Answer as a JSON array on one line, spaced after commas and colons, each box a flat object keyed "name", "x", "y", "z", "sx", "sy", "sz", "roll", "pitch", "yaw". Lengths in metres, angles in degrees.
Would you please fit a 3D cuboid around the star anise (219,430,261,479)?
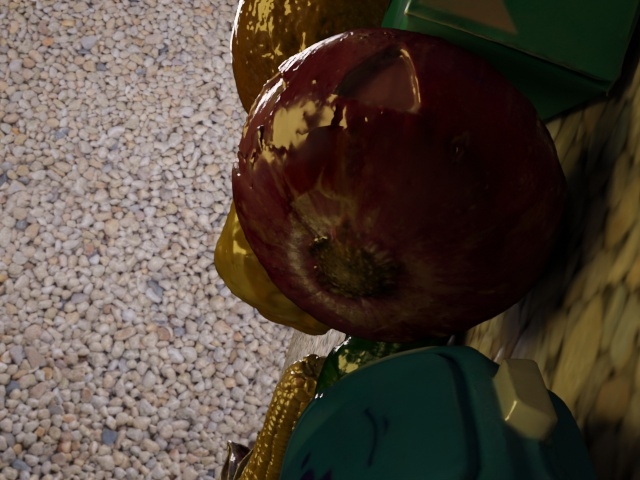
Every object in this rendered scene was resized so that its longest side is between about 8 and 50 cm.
[{"name": "star anise", "x": -0.104, "y": 0.400, "z": 1.395, "sx": 0.236, "sy": 0.109, "sz": 0.223, "roll": -57, "pitch": 31, "yaw": 17}]

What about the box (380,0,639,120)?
[{"name": "box", "x": 0.118, "y": -0.184, "z": 0.633, "sx": 0.311, "sy": 0.118, "sz": 0.205, "roll": -163, "pitch": 90, "yaw": -87}]

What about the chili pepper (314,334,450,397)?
[{"name": "chili pepper", "x": 0.031, "y": 0.144, "z": 0.662, "sx": 0.099, "sy": 0.083, "sz": 0.253, "roll": 139, "pitch": 147, "yaw": -66}]

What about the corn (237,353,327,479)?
[{"name": "corn", "x": -0.035, "y": 0.237, "z": 1.097, "sx": 0.101, "sy": 0.101, "sz": 0.291, "roll": -76, "pitch": 3, "yaw": -54}]

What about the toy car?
[{"name": "toy car", "x": -0.007, "y": 0.174, "z": 0.380, "sx": 0.198, "sy": 0.166, "sz": 0.314, "roll": -87, "pitch": 16, "yaw": -66}]

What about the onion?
[{"name": "onion", "x": 0.041, "y": -0.028, "z": 0.522, "sx": 0.153, "sy": 0.177, "sz": 0.177, "roll": -37, "pitch": -13, "yaw": -24}]

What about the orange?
[{"name": "orange", "x": 0.036, "y": -0.191, "z": 0.906, "sx": 0.264, "sy": 0.264, "sz": 0.264, "roll": -162, "pitch": 90, "yaw": -87}]

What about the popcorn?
[{"name": "popcorn", "x": 0.003, "y": 0.002, "z": 1.005, "sx": 0.190, "sy": 0.191, "sz": 0.253, "roll": -62, "pitch": -5, "yaw": -12}]
